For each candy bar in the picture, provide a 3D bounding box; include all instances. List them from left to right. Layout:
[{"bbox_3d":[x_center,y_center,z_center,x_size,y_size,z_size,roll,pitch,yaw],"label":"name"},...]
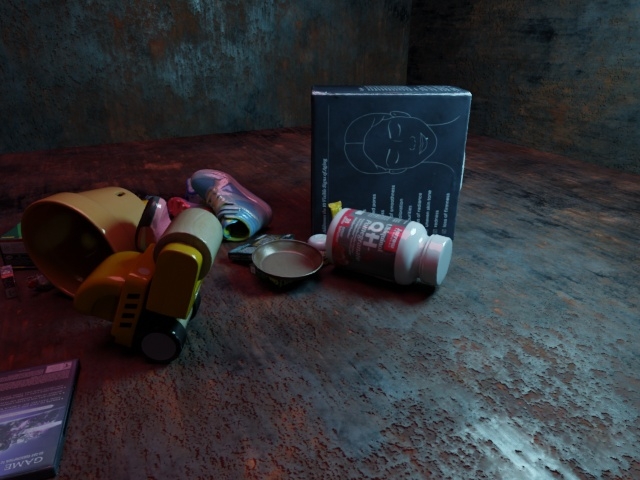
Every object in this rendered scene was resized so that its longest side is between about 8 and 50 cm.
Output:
[{"bbox_3d":[0.058,-0.041,1.437,0.040,0.161,0.018,-10,4,2],"label":"candy bar"}]

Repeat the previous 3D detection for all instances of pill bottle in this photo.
[{"bbox_3d":[0.188,0.023,1.266,0.318,0.176,0.176,14,28,28],"label":"pill bottle"}]

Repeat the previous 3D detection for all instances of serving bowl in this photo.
[{"bbox_3d":[0.000,0.000,1.428,0.083,0.027,0.083,-1,24,0],"label":"serving bowl"}]

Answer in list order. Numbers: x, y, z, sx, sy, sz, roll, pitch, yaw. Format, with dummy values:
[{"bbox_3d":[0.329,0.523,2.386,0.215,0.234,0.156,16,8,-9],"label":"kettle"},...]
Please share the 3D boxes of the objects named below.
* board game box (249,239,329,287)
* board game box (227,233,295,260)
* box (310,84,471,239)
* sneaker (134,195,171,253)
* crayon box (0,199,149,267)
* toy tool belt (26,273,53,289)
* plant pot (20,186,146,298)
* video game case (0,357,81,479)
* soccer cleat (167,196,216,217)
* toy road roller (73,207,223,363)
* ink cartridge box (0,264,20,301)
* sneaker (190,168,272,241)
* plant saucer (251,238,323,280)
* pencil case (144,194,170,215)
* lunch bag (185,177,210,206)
[{"bbox_3d":[-0.067,0.060,1.363,0.136,0.030,0.259,24,34,38],"label":"board game box"},{"bbox_3d":[-0.180,0.019,1.420,0.126,0.026,0.186,1,19,30],"label":"board game box"},{"bbox_3d":[0.202,-0.263,1.531,0.471,0.480,0.297,0,23,-2],"label":"box"},{"bbox_3d":[-0.373,0.019,1.137,0.136,0.314,0.116,7,43,-9],"label":"sneaker"},{"bbox_3d":[-0.752,-0.031,1.465,0.363,0.106,0.313,-2,25,-6],"label":"crayon box"},{"bbox_3d":[-0.754,0.112,1.235,0.051,0.052,0.083,-22,6,35],"label":"toy tool belt"},{"bbox_3d":[-0.568,-0.010,1.182,0.291,0.291,0.203,8,31,17],"label":"plant pot"},{"bbox_3d":[-0.547,0.317,0.803,0.196,0.026,0.274,-8,27,-17],"label":"video game case"},{"bbox_3d":[-0.455,-0.104,1.676,0.248,0.083,0.095,16,14,30],"label":"soccer cleat"},{"bbox_3d":[-0.367,0.078,0.974,0.240,0.329,0.202,20,23,-10],"label":"toy road roller"},{"bbox_3d":[-0.814,0.114,1.199,0.029,0.063,0.115,-15,29,-32],"label":"ink cartridge box"},{"bbox_3d":[-0.332,-0.117,1.539,0.319,0.127,0.208,29,32,3],"label":"sneaker"},{"bbox_3d":[-0.092,0.060,1.279,0.198,0.036,0.198,4,28,-2],"label":"plant saucer"},{"bbox_3d":[-0.611,-0.120,1.708,0.070,0.064,0.151,-50,40,-4],"label":"pencil case"},{"bbox_3d":[-0.463,-0.205,1.875,0.176,0.090,0.219,-9,25,-13],"label":"lunch bag"}]
